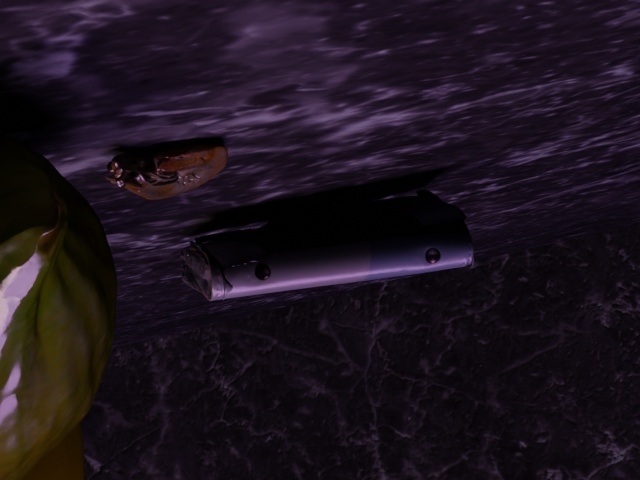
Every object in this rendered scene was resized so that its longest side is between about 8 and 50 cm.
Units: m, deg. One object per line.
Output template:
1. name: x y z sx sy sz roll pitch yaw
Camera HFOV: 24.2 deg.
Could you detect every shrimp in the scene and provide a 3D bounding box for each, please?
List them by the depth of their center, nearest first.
1. shrimp: -0.085 -0.043 0.848 0.059 0.023 0.108 -23 173 11

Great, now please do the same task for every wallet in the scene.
1. wallet: 0.000 0.000 1.270 0.230 0.069 0.170 -8 -168 -13

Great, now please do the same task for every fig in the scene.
1. fig: -0.174 0.027 0.674 0.167 0.167 0.233 -12 152 -5

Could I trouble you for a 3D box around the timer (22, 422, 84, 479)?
1. timer: -0.282 0.199 1.018 0.285 0.285 0.285 -13 175 -1
